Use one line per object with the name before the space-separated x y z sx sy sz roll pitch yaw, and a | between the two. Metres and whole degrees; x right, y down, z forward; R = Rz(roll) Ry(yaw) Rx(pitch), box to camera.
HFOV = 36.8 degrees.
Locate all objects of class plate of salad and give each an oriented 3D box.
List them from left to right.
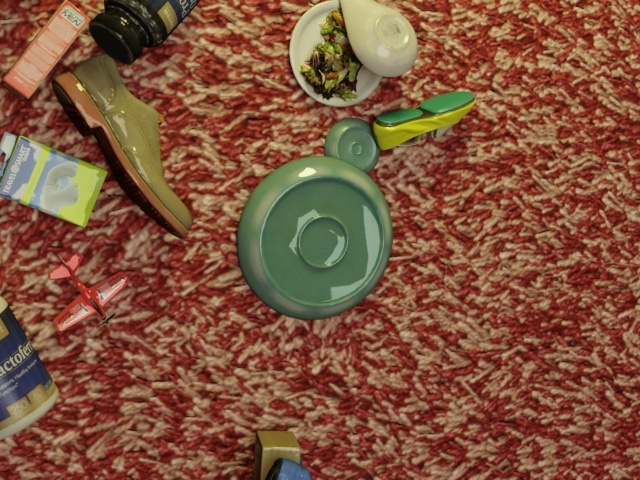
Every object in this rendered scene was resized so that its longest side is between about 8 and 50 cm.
plate of salad | 0.039 -0.352 1.809 0.200 0.048 0.200 -2 96 -22

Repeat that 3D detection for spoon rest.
spoon rest | 0.089 -0.430 1.783 0.137 0.084 0.276 -24 90 -27

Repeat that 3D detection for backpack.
backpack | -0.057 0.450 1.696 0.101 0.098 0.120 20 82 -9

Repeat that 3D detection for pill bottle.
pill bottle | -0.554 0.182 1.565 0.153 0.153 0.264 -31 106 -17
pill bottle | -0.284 -0.404 1.615 0.123 0.123 0.219 43 68 -20

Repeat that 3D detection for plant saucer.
plant saucer | 0.000 0.000 1.819 0.317 0.044 0.317 -3 100 -20
plant saucer | 0.066 -0.177 1.851 0.119 0.021 0.119 -2 96 -22

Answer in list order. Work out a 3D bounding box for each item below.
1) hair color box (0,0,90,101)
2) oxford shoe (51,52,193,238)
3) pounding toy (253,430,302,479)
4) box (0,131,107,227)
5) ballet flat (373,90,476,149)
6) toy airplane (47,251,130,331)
hair color box | -0.457 -0.312 1.589 0.053 0.093 0.167 40 79 -20
oxford shoe | -0.307 -0.162 1.651 0.130 0.123 0.348 -40 109 -20
pounding toy | -0.071 0.438 1.807 0.100 0.130 0.141 3 94 -10
box | -0.466 -0.104 1.633 0.178 0.042 0.109 22 86 -23
ballet flat | 0.202 -0.230 1.878 0.231 0.077 0.077 -19 124 -24
toy airplane | -0.416 0.087 1.678 0.151 0.028 0.151 -2 95 -23
